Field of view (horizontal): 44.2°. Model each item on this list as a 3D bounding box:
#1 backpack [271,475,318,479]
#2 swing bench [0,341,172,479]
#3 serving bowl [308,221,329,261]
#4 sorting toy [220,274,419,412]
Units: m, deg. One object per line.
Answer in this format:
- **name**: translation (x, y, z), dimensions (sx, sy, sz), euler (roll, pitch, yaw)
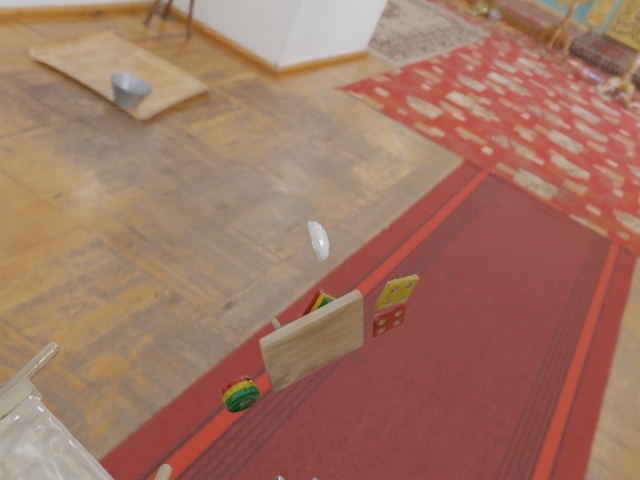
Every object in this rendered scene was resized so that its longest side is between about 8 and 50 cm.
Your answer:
- **backpack**: translation (-0.032, 0.530, 1.303), dimensions (0.191, 0.254, 0.225), euler (-19, 42, 7)
- **swing bench**: translation (-0.320, 0.284, 0.956), dimensions (0.253, 0.165, 0.254), euler (52, -7, -9)
- **serving bowl**: translation (0.000, 0.000, 1.562), dimensions (0.027, 0.083, 0.083), euler (-16, 29, 6)
- **sorting toy**: translation (-0.007, 0.109, 0.973), dimensions (0.274, 0.132, 0.046), euler (-26, 59, -13)
